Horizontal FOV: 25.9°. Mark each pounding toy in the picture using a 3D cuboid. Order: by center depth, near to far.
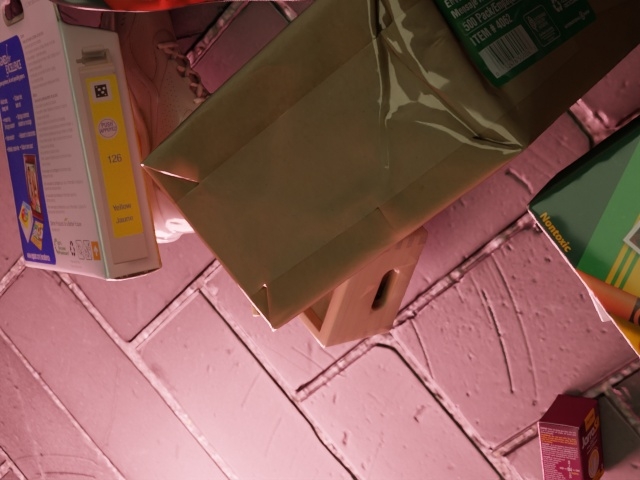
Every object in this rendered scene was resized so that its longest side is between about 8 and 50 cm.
[{"bbox_3d":[-0.005,0.004,1.360,0.206,0.094,0.181,50,137,35],"label":"pounding toy"}]

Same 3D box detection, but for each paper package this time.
[{"bbox_3d":[0.074,-0.120,1.079,0.168,0.325,0.309,52,131,0],"label":"paper package"}]

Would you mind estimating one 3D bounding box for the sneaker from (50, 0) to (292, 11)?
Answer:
[{"bbox_3d":[-0.107,-0.279,1.203,0.270,0.090,0.145,-5,112,-9],"label":"sneaker"}]

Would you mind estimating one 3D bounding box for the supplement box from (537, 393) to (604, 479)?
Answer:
[{"bbox_3d":[0.236,0.195,1.311,0.043,0.055,0.083,5,117,32],"label":"supplement box"}]

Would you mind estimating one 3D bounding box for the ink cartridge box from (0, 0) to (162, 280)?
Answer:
[{"bbox_3d":[-0.258,-0.120,1.387,0.303,0.072,0.307,4,103,65],"label":"ink cartridge box"}]

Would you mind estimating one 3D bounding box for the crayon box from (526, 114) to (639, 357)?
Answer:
[{"bbox_3d":[0.391,0.021,1.038,0.313,0.106,0.363,-38,90,31],"label":"crayon box"}]

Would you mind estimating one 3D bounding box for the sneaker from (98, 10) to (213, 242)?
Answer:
[{"bbox_3d":[-0.132,-0.133,1.361,0.121,0.099,0.262,-6,99,29],"label":"sneaker"}]

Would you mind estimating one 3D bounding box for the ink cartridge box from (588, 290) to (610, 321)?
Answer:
[{"bbox_3d":[0.263,-0.001,1.188,0.088,0.052,0.122,-18,103,39],"label":"ink cartridge box"}]
